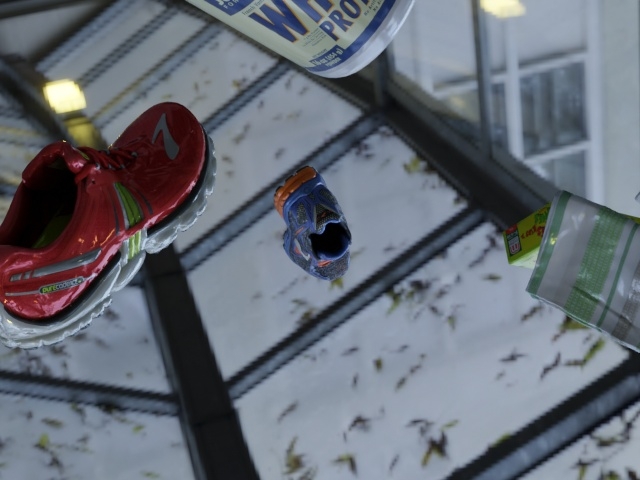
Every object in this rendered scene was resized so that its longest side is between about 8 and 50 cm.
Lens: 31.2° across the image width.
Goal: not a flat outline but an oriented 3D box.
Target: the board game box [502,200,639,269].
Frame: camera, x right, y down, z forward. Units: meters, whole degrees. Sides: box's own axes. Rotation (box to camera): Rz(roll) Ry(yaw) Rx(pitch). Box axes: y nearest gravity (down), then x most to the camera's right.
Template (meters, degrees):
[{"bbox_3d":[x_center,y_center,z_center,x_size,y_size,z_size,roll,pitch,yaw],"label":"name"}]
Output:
[{"bbox_3d":[0.307,0.004,1.305,0.181,0.043,0.092,10,150,-33],"label":"board game box"}]

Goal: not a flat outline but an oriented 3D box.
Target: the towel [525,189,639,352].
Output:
[{"bbox_3d":[0.257,0.033,1.010,0.152,0.113,0.023,31,-146,34],"label":"towel"}]

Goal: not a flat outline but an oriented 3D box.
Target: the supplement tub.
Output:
[{"bbox_3d":[-0.058,-0.367,1.403,0.325,0.235,0.235,25,-173,-31],"label":"supplement tub"}]

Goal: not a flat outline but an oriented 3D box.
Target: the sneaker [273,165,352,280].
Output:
[{"bbox_3d":[0.000,0.000,1.438,0.083,0.221,0.087,-35,-119,-5],"label":"sneaker"}]

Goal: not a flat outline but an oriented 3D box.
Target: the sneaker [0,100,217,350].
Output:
[{"bbox_3d":[-0.175,-0.038,0.911,0.107,0.118,0.279,4,-138,27],"label":"sneaker"}]

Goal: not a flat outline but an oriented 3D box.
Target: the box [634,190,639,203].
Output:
[{"bbox_3d":[0.474,-0.069,1.442,0.101,0.102,0.087,42,-119,14],"label":"box"}]
